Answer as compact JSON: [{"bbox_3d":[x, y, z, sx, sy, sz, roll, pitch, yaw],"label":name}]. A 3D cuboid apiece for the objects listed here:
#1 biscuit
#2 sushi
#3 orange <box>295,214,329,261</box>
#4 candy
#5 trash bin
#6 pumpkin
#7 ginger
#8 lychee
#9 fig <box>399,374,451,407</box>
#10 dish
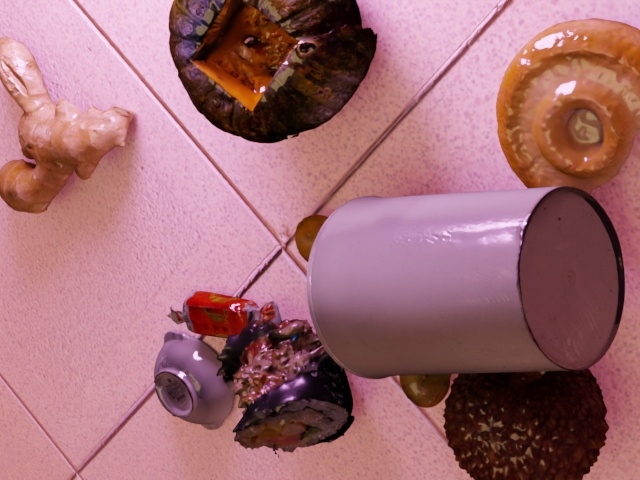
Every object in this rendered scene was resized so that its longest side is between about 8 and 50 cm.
[{"bbox_3d":[0.339,-0.174,1.524,0.213,0.091,0.274,32,130,19],"label":"biscuit"},{"bbox_3d":[-0.061,0.245,1.979,0.238,0.225,0.218,-28,60,8],"label":"sushi"},{"bbox_3d":[0.000,0.000,1.880,0.095,0.085,0.085,46,132,7],"label":"orange"},{"bbox_3d":[-0.182,0.142,2.109,0.292,0.059,0.086,3,117,37],"label":"candy"},{"bbox_3d":[0.184,0.062,1.610,0.432,0.280,0.280,-5,109,46],"label":"trash bin"},{"bbox_3d":[-0.083,-0.301,1.701,0.320,0.192,0.320,8,113,20],"label":"pumpkin"},{"bbox_3d":[-0.519,-0.174,2.170,0.348,0.122,0.363,31,118,33],"label":"ginger"},{"bbox_3d":[0.309,0.283,1.684,0.271,0.271,0.271,17,122,30],"label":"lychee"},{"bbox_3d":[0.183,0.233,1.867,0.098,0.082,0.084,-22,62,27],"label":"fig"},{"bbox_3d":[-0.258,0.290,2.229,0.246,0.078,0.224,-12,103,41],"label":"dish"}]
